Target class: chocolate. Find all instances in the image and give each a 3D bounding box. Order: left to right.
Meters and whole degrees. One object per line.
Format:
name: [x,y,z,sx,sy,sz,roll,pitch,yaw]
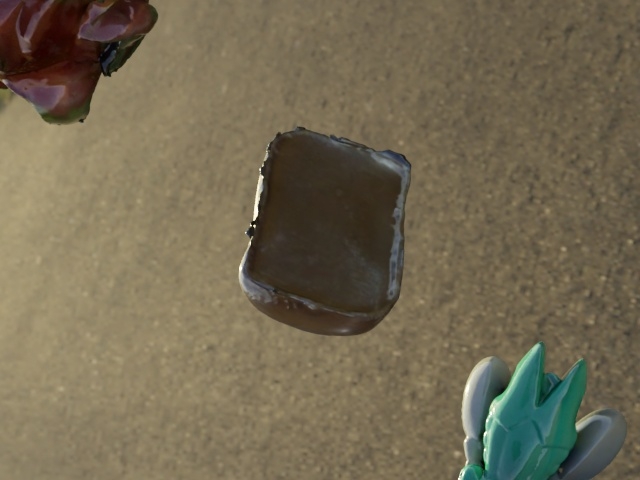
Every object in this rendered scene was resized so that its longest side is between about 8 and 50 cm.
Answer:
chocolate: [0.000,0.000,1.174,0.261,0.161,0.083,-76,9,-48]

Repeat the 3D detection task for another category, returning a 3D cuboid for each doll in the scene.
doll: [0.238,0.244,1.468,0.258,0.195,0.153,-41,-8,5]

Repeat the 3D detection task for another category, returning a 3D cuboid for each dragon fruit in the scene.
dragon fruit: [-0.136,-0.129,0.583,0.236,0.135,0.137,38,103,54]
